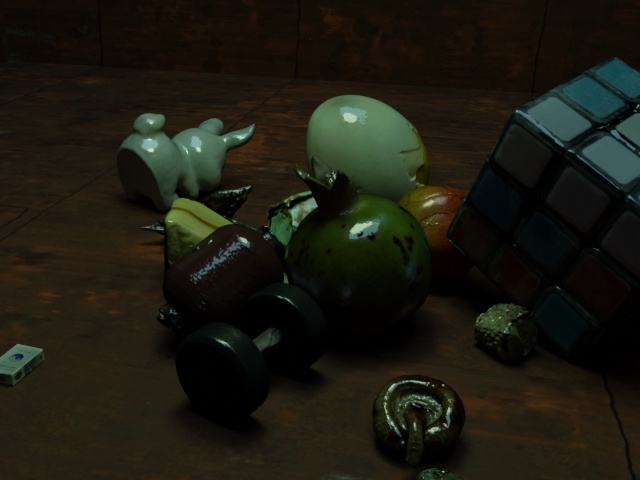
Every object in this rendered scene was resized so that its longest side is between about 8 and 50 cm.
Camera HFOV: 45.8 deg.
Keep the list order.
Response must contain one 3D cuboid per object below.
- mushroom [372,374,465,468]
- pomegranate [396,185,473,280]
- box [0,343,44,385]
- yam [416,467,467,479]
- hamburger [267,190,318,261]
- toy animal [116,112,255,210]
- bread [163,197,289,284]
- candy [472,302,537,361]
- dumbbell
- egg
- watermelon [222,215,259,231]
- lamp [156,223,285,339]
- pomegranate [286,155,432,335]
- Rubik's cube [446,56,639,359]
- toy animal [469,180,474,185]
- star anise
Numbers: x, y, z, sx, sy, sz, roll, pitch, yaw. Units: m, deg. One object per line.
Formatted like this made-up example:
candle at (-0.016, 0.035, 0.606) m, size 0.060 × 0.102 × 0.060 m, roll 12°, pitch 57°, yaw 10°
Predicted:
mushroom at (0.141, 0.264, 1.096) m, size 0.135 × 0.080 × 0.170 m, roll -5°, pitch 22°, yaw 16°
pomegranate at (0.227, -0.016, 1.578) m, size 0.235 × 0.210 × 0.210 m, roll 1°, pitch 23°, yaw -12°
box at (-0.508, 0.206, 1.261) m, size 0.054 × 0.024 × 0.083 m, roll 6°, pitch 25°, yaw 16°
yam at (0.134, 0.350, 0.904) m, size 0.078 × 0.078 × 0.179 m, roll 9°, pitch 26°, yaw 18°
hamburger at (0.002, 0.002, 1.613) m, size 0.214 × 0.125 × 0.235 m, roll -27°, pitch 80°, yaw -31°
toy animal at (-0.354, -0.239, 2.014) m, size 0.196 × 0.241 × 0.368 m, roll 23°, pitch 32°, yaw 36°
bread at (-0.182, 0.009, 1.556) m, size 0.264 × 0.163 × 0.167 m, roll 1°, pitch 23°, yaw -2°
candy at (0.330, 0.159, 1.342) m, size 0.095 × 0.085 × 0.110 m, roll -25°, pitch 23°, yaw -27°
dumbbell at (-0.105, 0.174, 1.200) m, size 0.153 × 0.152 × 0.218 m, roll 16°, pitch 28°, yaw 30°
egg at (0.109, -0.201, 1.852) m, size 0.283 × 0.345 × 0.283 m, roll -33°, pitch 22°, yaw 15°
watermelon at (-0.141, 0.003, 1.703) m, size 0.187 × 0.071 × 0.139 m, roll 19°, pitch 4°, yaw 0°
lamp at (-0.176, 0.080, 1.361) m, size 0.258 × 0.180 × 0.180 m, roll -40°, pitch 39°, yaw -17°
pomegranate at (0.073, 0.004, 1.389) m, size 0.291 × 0.323 × 0.291 m, roll -2°, pitch 7°, yaw 0°
Rubik's cube at (0.496, -0.065, 1.357) m, size 0.363 × 0.358 × 0.362 m, roll -24°, pitch 61°, yaw -34°
toy animal at (0.432, -0.082, 1.887) m, size 0.206 × 0.081 × 0.367 m, roll -23°, pitch 18°, yaw -24°
star anise at (-0.272, -0.046, 1.749) m, size 0.272 × 0.102 × 0.272 m, roll -22°, pitch 3°, yaw 1°
